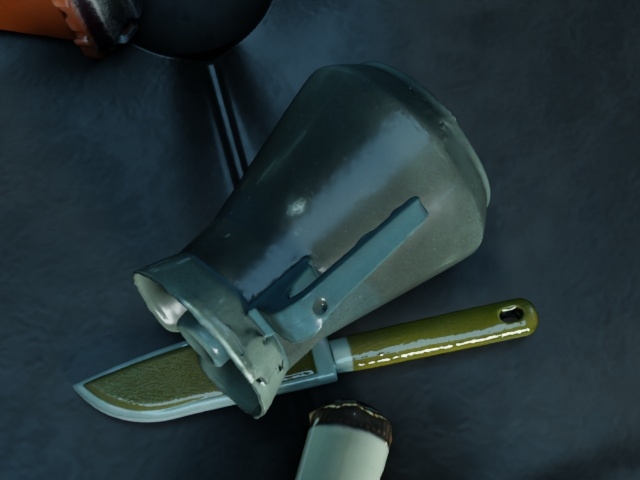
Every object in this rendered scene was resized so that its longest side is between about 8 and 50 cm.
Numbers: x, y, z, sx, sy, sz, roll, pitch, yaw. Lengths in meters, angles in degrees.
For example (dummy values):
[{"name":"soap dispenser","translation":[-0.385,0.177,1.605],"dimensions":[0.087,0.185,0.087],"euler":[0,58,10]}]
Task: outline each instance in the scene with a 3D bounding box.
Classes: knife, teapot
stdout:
[{"name":"knife","translation":[-0.010,0.081,0.985],"dimensions":[0.342,0.027,0.061],"euler":[-13,60,-5]},{"name":"teapot","translation":[0.000,0.000,0.915],"dimensions":[0.225,0.203,0.171],"euler":[-44,106,-16]}]

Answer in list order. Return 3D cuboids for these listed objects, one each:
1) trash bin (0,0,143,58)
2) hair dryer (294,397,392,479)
[{"name":"trash bin","translation":[-0.254,-0.243,0.995],"dimensions":[0.238,0.184,0.161],"euler":[5,73,4]},{"name":"hair dryer","translation":[-0.018,0.257,0.894],"dimensions":[0.203,0.128,0.362],"euler":[15,65,3]}]
